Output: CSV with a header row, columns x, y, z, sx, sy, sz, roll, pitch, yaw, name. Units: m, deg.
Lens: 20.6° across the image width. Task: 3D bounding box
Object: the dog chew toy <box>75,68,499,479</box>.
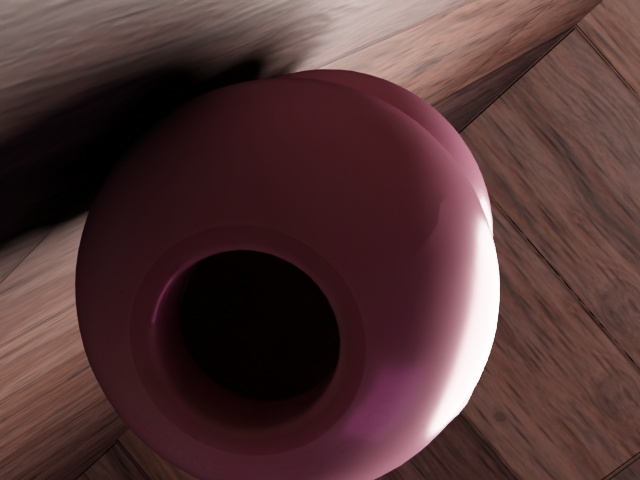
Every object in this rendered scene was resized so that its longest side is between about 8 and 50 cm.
x,y,z,sx,sy,sz,roll,pitch,yaw,name
0.000,0.000,0.935,0.206,0.206,0.332,-42,-176,20,dog chew toy
